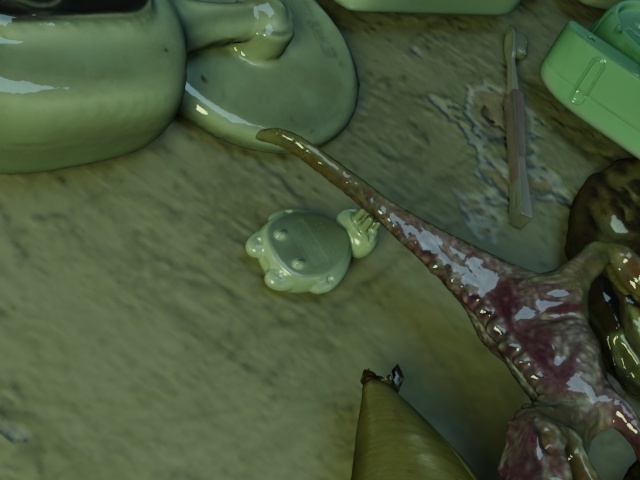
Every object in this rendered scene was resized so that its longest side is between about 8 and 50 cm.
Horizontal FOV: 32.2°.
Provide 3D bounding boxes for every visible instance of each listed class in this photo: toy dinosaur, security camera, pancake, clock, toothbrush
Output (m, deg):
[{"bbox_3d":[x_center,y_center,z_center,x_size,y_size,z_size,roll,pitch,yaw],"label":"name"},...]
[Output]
[{"bbox_3d":[0.101,0.034,0.594,0.200,0.072,0.251,1,58,-45],"label":"toy dinosaur"},{"bbox_3d":[-0.091,-0.119,0.625,0.302,0.080,0.157,-11,62,-40],"label":"security camera"},{"bbox_3d":[0.294,0.060,0.752,0.288,0.033,0.286,-4,60,-33],"label":"pancake"},{"bbox_3d":[0.258,-0.125,0.835,0.148,0.060,0.188,36,38,13],"label":"clock"},{"bbox_3d":[0.138,-0.087,0.779,0.017,0.014,0.194,22,48,-16],"label":"toothbrush"}]

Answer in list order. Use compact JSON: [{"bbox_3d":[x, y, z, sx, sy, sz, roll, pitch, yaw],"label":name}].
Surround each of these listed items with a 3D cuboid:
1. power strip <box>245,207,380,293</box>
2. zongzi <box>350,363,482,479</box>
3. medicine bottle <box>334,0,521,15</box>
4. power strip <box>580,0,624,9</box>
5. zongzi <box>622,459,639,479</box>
[{"bbox_3d":[0.000,0.000,0.615,0.083,0.035,0.055,-18,67,-37],"label":"power strip"},{"bbox_3d":[0.097,0.192,0.495,0.228,0.115,0.256,33,29,-18],"label":"zongzi"},{"bbox_3d":[0.095,-0.222,0.810,0.229,0.083,0.121,-6,57,-36],"label":"medicine bottle"},{"bbox_3d":[0.299,-0.243,0.965,0.270,0.046,0.118,2,55,-35],"label":"power strip"},{"bbox_3d":[0.291,0.161,0.623,0.221,0.112,0.242,46,38,9],"label":"zongzi"}]
